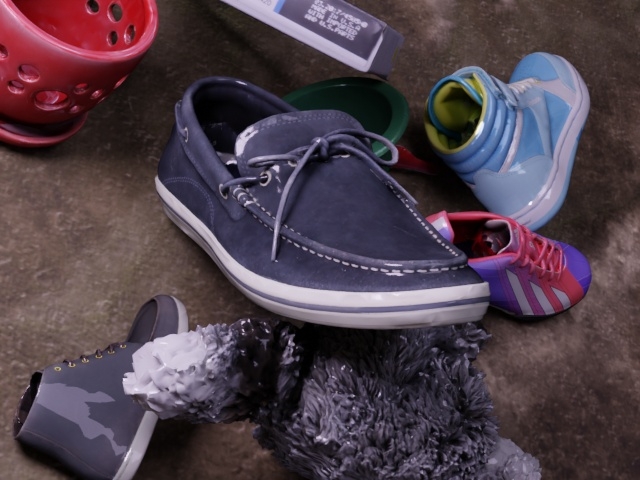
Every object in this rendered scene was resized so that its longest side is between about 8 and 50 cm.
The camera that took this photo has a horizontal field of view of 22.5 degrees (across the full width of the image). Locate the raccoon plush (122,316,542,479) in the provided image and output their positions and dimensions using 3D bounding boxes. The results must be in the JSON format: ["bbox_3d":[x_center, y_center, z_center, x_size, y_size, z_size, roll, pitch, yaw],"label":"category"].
[{"bbox_3d":[0.032,0.236,1.508,0.446,0.216,0.299,-7,63,-35],"label":"raccoon plush"}]

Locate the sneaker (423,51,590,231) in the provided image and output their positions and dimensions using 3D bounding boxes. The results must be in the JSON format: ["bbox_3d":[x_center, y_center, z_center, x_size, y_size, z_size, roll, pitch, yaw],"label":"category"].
[{"bbox_3d":[0.232,-0.178,2.042,0.208,0.127,0.319,43,38,-25],"label":"sneaker"}]

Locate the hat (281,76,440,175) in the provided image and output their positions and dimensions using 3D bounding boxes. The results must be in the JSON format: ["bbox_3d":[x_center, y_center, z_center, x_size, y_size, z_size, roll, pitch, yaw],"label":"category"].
[{"bbox_3d":[0.042,-0.075,1.901,0.208,0.183,0.173,-13,42,2],"label":"hat"}]

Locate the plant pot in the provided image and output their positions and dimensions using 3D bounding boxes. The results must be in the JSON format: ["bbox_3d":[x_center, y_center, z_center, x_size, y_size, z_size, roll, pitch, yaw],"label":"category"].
[{"bbox_3d":[-0.284,-0.205,1.621,0.191,0.174,0.191,22,47,-25],"label":"plant pot"}]

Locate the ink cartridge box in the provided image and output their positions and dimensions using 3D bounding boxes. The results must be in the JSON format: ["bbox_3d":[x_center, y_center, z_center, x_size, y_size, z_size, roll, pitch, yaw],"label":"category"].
[{"bbox_3d":[-0.056,-0.272,1.770,0.303,0.072,0.307,27,8,4],"label":"ink cartridge box"}]

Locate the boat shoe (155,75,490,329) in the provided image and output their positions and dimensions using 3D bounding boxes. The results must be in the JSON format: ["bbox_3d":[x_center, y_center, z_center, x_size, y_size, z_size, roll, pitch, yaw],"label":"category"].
[{"bbox_3d":[-0.015,-0.041,1.529,0.186,0.156,0.500,-4,21,-29],"label":"boat shoe"}]

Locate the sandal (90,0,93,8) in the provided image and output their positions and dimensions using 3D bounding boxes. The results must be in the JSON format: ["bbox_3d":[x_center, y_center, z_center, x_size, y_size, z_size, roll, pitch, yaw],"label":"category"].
[{"bbox_3d":[-0.290,-0.335,1.819,0.079,0.088,0.240,3,41,1],"label":"sandal"}]

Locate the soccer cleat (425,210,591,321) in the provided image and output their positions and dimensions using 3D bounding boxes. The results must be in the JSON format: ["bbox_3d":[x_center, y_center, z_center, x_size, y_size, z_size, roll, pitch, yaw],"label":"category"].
[{"bbox_3d":[0.223,0.023,1.903,0.318,0.116,0.109,6,54,-37],"label":"soccer cleat"}]

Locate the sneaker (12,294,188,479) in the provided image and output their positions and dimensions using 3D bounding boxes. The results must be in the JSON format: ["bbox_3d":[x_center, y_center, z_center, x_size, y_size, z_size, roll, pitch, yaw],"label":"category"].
[{"bbox_3d":[-0.201,0.117,1.497,0.118,0.083,0.222,30,44,-16],"label":"sneaker"}]
